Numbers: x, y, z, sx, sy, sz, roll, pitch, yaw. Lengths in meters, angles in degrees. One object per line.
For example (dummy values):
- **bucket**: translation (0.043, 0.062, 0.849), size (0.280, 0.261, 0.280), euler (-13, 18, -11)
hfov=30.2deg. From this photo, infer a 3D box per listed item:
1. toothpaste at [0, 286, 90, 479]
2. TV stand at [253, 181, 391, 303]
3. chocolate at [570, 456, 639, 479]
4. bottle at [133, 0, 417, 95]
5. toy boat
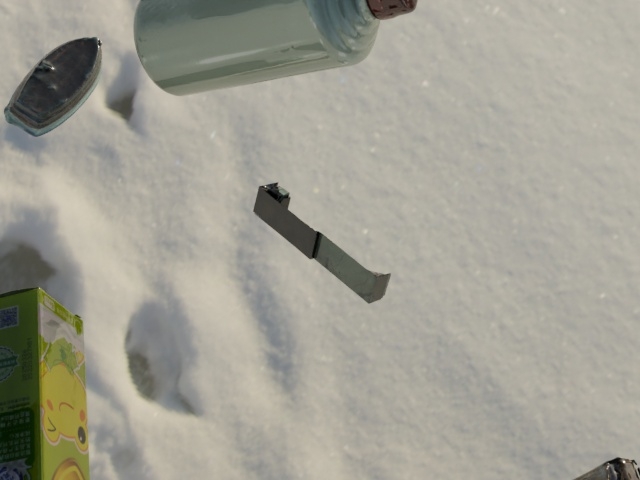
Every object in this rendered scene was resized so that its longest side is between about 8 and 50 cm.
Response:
- **toothpaste**: translation (-0.298, 0.215, 1.233), size (0.077, 0.110, 0.327), euler (-13, 64, 9)
- **TV stand**: translation (0.000, 0.000, 1.712), size (0.040, 0.049, 0.256), euler (-16, 42, -40)
- **chocolate**: translation (0.212, 0.338, 1.312), size (0.065, 0.329, 0.102), euler (40, 30, -38)
- **bottle**: translation (-0.033, -0.186, 0.981), size (0.104, 0.245, 0.104), euler (11, 77, -56)
- **toy boat**: translation (-0.256, -0.150, 1.155), size (0.059, 0.066, 0.140), euler (36, 53, -7)
